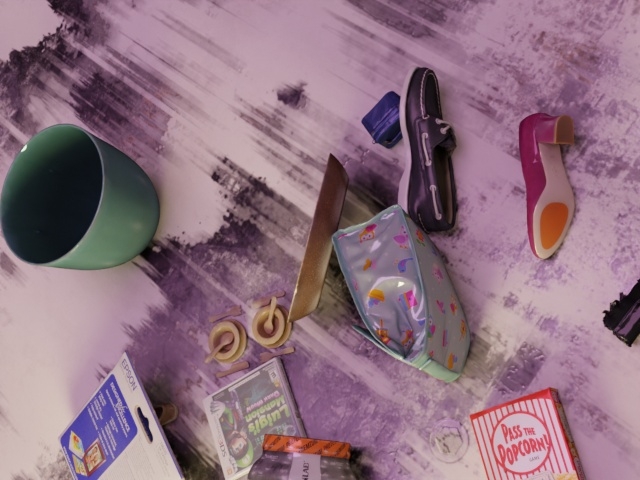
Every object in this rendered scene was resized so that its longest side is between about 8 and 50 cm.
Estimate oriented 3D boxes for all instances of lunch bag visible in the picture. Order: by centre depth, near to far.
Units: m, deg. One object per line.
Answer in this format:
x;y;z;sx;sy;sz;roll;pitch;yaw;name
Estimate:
0.144;0.107;1.726;0.160;0.223;0.262;-24;65;14;lunch bag
0.128;-0.216;1.914;0.098;0.067;0.065;-47;58;15;lunch bag

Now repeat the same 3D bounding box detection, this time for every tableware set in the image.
-0.144;0.178;2.006;0.194;0.039;0.128;-21;67;27;tableware set

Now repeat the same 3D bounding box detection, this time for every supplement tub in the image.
-0.039;0.495;1.767;0.193;0.193;0.316;-1;79;32;supplement tub

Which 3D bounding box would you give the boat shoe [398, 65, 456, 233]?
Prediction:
0.199;-0.162;1.836;0.091;0.114;0.302;-2;89;33;boat shoe

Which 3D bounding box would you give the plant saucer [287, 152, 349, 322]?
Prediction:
0.000;0.000;1.839;0.050;0.310;0.310;13;84;0;plant saucer

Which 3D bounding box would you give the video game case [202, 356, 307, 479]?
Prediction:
-0.128;0.339;1.965;0.190;0.022;0.173;-31;63;22;video game case

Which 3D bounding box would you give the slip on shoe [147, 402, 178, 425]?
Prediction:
-0.349;0.364;2.088;0.135;0.041;0.051;-26;66;25;slip on shoe

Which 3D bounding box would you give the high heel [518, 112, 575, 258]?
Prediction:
0.363;-0.093;1.746;0.117;0.082;0.244;-172;83;-65;high heel

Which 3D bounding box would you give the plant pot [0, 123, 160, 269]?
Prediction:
-0.477;-0.070;2.163;0.293;0.235;0.293;-9;74;31;plant pot

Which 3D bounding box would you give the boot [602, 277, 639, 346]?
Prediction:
0.502;0.123;1.604;0.099;0.045;0.121;-50;50;10;boot

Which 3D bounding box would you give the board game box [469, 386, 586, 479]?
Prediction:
0.335;0.349;1.653;0.147;0.045;0.193;-25;65;25;board game box

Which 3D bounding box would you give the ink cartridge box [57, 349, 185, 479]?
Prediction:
-0.378;0.426;2.041;0.307;0.072;0.303;-48;56;27;ink cartridge box
